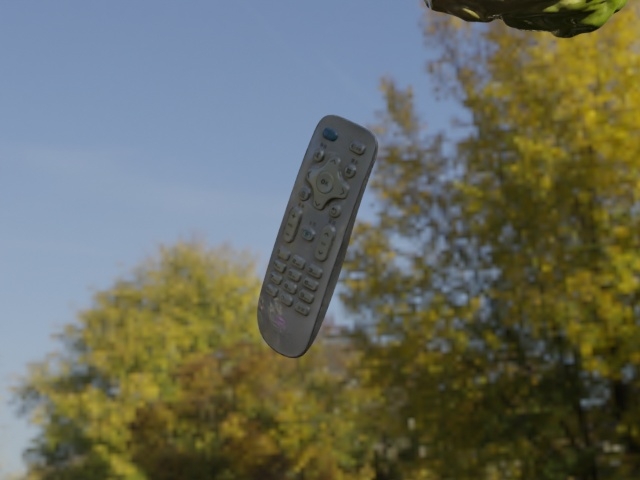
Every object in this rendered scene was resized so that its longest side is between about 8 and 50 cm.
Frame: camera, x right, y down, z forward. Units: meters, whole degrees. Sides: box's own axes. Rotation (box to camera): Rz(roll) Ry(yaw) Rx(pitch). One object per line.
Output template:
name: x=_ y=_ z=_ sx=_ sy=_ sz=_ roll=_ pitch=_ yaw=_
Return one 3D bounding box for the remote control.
remote control: x=0.000 y=0.000 z=1.374 sx=0.073 sy=0.229 sz=0.044 roll=29 pitch=17 yaw=37

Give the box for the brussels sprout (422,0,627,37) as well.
brussels sprout: x=0.250 y=-0.392 z=1.863 sx=0.316 sy=0.273 sz=0.242 roll=1 pitch=-11 yaw=-7
